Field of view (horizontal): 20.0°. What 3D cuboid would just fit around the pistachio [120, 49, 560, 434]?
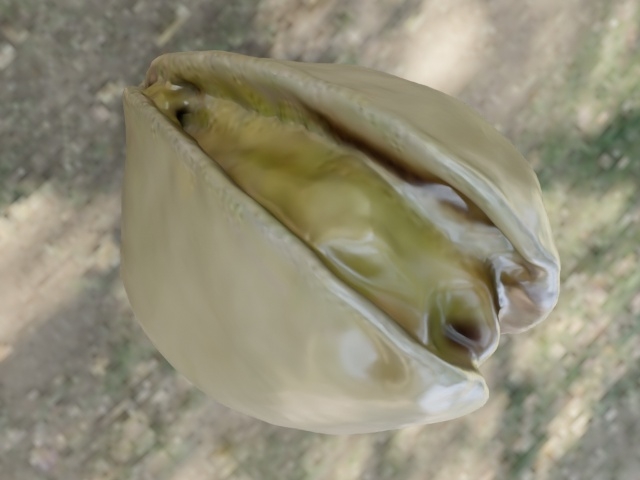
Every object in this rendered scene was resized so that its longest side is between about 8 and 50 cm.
[{"bbox_3d":[0.000,0.000,0.606,0.152,0.223,0.126,44,81,-24],"label":"pistachio"}]
